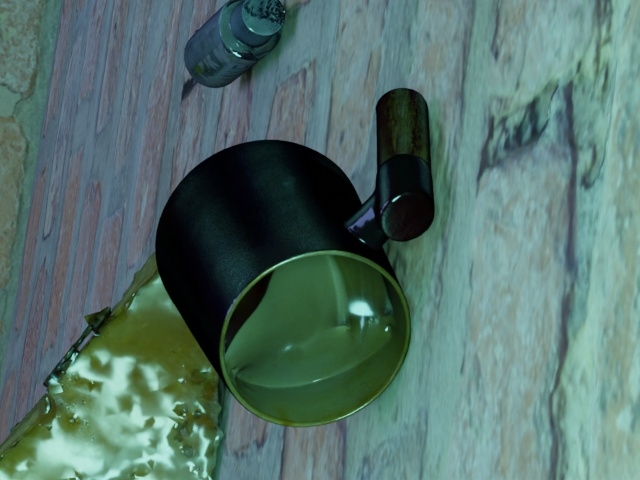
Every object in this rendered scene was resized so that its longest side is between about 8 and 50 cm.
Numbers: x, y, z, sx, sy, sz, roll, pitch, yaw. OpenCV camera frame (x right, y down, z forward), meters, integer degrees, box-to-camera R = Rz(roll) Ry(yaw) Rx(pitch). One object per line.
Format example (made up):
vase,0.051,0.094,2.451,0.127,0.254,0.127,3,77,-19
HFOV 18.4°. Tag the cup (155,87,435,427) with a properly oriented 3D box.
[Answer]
cup,-0.017,0.001,1.436,0.177,0.166,0.239,-120,41,-62

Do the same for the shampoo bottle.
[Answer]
shampoo bottle,-0.085,-0.204,1.991,0.214,0.072,0.072,158,121,-72

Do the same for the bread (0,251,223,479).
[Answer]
bread,-0.238,0.135,1.970,0.248,0.279,0.315,130,135,-74
